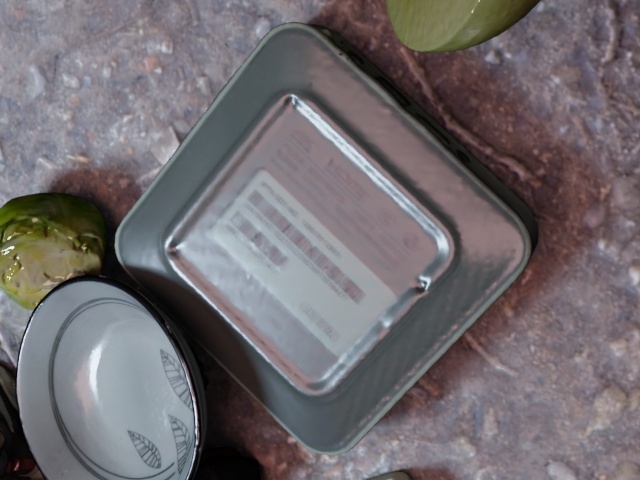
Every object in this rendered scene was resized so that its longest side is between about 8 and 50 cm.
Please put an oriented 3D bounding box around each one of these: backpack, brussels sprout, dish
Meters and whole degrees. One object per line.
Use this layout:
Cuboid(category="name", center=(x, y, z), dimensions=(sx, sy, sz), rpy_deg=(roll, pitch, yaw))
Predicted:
Cuboid(category="backpack", center=(-0.162, 0.327, 1.498), dimensions=(0.165, 0.120, 0.106), rpy_deg=(-20, 73, 23))
Cuboid(category="brussels sprout", center=(-0.352, 0.003, 1.493), dimensions=(0.151, 0.122, 0.149), rpy_deg=(25, 123, -21))
Cuboid(category="dish", center=(-0.241, 0.192, 1.457), dimensions=(0.316, 0.106, 0.316), rpy_deg=(4, 98, 33))

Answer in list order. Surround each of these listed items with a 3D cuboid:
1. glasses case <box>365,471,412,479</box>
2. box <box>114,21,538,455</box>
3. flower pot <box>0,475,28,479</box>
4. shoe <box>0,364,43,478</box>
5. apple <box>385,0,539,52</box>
Cuboid(category="glasses case", center=(-0.008, 0.400, 1.478), dimensions=(0.313, 0.070, 0.131), rpy_deg=(-22, 94, 23))
Cuboid(category="box", center=(-0.001, 0.000, 1.367), dimensions=(0.396, 0.111, 0.396), rpy_deg=(42, 112, 7))
Cuboid(category="flower pot", center=(-0.547, 0.411, 1.537), dimensions=(0.293, 0.330, 0.294), rpy_deg=(5, 104, 21))
Cuboid(category="shoe", center=(-0.456, 0.243, 1.572), dimensions=(0.227, 0.112, 0.099), rpy_deg=(36, 111, 21))
Cuboid(category="apple", center=(0.111, -0.334, 1.160), dimensions=(0.292, 0.254, 0.292), rpy_deg=(2, 84, -18))
